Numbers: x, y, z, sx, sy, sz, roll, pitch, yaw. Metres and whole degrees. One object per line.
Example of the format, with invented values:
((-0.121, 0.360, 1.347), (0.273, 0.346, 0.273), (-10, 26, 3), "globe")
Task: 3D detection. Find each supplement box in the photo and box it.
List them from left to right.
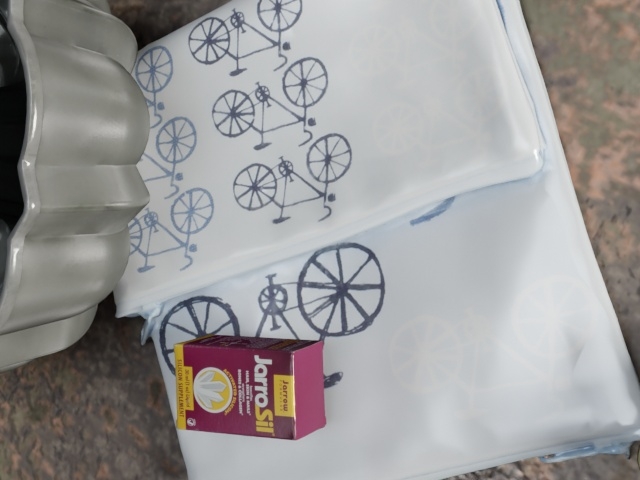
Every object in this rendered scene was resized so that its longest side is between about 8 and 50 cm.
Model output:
((-0.043, 0.087, 0.612), (0.083, 0.043, 0.055), (-1, 93, 25), "supplement box")

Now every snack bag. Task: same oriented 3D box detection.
((0.000, 0.000, 0.633), (0.323, 0.037, 0.342), (-20, 79, 25), "snack bag")

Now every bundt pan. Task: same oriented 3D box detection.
((-0.231, -0.061, 0.680), (0.331, 0.124, 0.330), (2, 92, 42), "bundt pan")

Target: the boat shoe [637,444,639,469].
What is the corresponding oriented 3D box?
((0.227, 0.084, 0.495), (0.152, 0.049, 0.056), (-37, 80, 12), "boat shoe")
